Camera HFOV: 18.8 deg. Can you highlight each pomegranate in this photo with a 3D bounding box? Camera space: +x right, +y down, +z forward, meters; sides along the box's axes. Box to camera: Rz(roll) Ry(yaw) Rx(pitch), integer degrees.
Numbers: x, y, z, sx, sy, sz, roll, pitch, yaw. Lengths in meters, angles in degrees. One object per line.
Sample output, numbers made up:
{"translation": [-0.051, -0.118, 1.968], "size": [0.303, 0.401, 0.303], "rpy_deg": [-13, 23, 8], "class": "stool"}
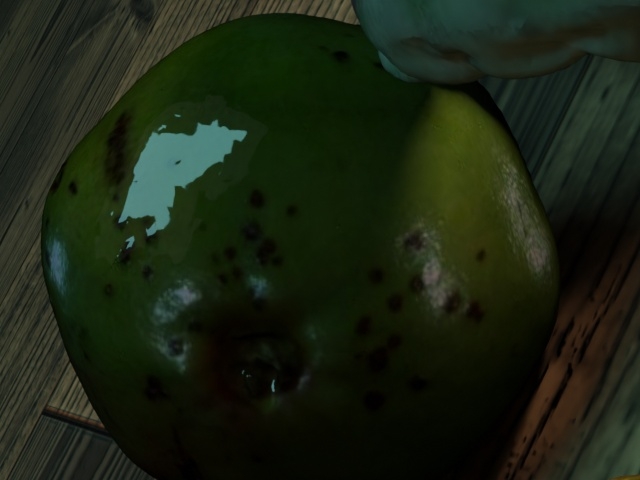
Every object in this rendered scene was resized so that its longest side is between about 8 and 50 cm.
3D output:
{"translation": [0.000, 0.000, 0.708], "size": [0.181, 0.181, 0.224], "rpy_deg": [-52, 0, 19], "class": "pomegranate"}

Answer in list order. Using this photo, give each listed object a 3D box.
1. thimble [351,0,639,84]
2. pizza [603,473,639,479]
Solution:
{"translation": [0.089, -0.126, 0.565], "size": [0.211, 0.185, 0.149], "rpy_deg": [-3, 101, 48], "class": "thimble"}
{"translation": [0.014, 0.172, 0.544], "size": [0.258, 0.087, 0.268], "rpy_deg": [-61, 17, -12], "class": "pizza"}
